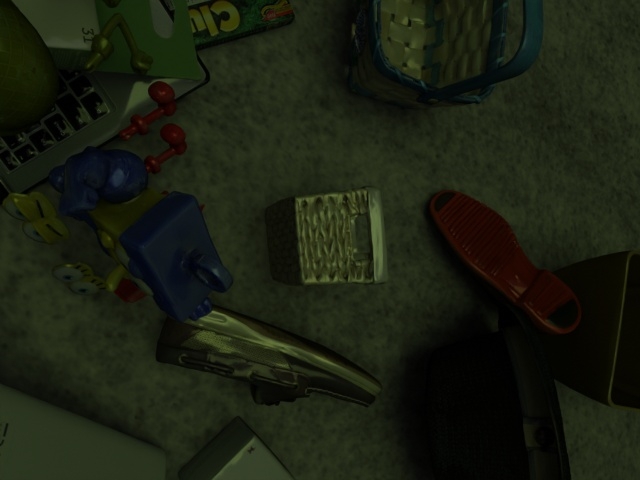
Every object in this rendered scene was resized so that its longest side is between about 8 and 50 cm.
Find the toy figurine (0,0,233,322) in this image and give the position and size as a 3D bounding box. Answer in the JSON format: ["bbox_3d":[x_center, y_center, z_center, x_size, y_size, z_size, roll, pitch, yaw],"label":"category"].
[{"bbox_3d":[-0.145,-0.044,0.467,0.191,0.217,0.362,-42,147,-27],"label":"toy figurine"}]

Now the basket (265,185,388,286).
[{"bbox_3d":[0.000,0.000,0.654,0.103,0.167,0.113,-5,90,-17],"label":"basket"}]

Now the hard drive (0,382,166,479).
[{"bbox_3d":[-0.249,0.247,0.452,0.318,0.040,0.210,55,22,-49],"label":"hard drive"}]

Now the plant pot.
[{"bbox_3d":[0.450,0.142,0.828,0.212,0.187,0.212,15,81,-22],"label":"plant pot"}]

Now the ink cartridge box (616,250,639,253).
[{"bbox_3d":[0.607,0.108,0.977,0.146,0.045,0.179,-3,92,-24],"label":"ink cartridge box"}]

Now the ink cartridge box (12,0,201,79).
[{"bbox_3d":[-0.229,-0.249,0.513,0.235,0.056,0.171,-8,85,-34],"label":"ink cartridge box"}]

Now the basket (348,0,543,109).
[{"bbox_3d":[0.155,-0.287,0.660,0.201,0.289,0.254,9,81,-28],"label":"basket"}]

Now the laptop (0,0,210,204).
[{"bbox_3d":[-0.370,-0.218,0.451,0.408,0.236,0.381,-33,102,-6],"label":"laptop"}]

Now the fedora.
[{"bbox_3d":[0.220,0.255,0.721,0.153,0.334,0.333,-6,91,10],"label":"fedora"}]

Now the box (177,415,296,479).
[{"bbox_3d":[-0.095,0.290,0.640,0.102,0.087,0.101,-41,104,-20],"label":"box"}]

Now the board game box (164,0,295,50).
[{"bbox_3d":[-0.170,-0.304,0.664,0.260,0.030,0.136,-26,100,-22],"label":"board game box"}]

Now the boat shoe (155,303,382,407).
[{"bbox_3d":[-0.061,0.155,0.658,0.285,0.103,0.092,25,83,-17],"label":"boat shoe"}]

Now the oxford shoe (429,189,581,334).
[{"bbox_3d":[0.255,0.041,0.805,0.097,0.098,0.271,-39,84,-20],"label":"oxford shoe"}]
